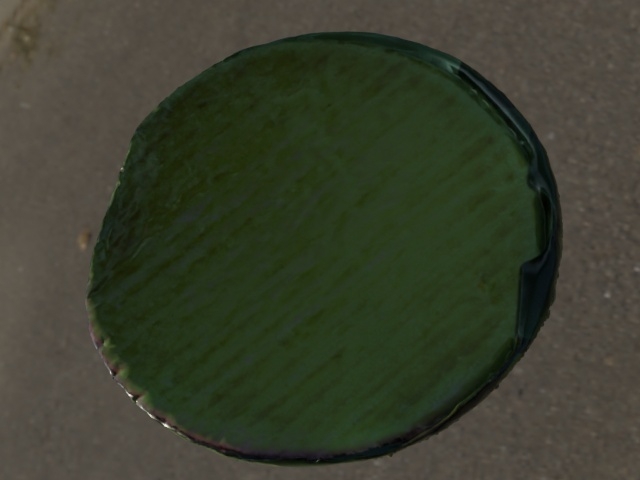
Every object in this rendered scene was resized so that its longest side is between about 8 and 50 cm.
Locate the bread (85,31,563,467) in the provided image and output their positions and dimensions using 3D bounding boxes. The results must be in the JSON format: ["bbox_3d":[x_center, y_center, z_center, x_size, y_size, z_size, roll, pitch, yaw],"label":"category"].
[{"bbox_3d":[0.000,0.000,0.645,0.228,0.033,0.228,-4,65,10],"label":"bread"}]
